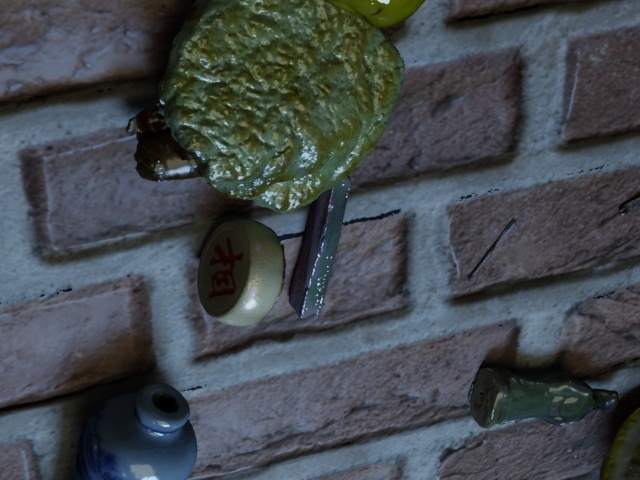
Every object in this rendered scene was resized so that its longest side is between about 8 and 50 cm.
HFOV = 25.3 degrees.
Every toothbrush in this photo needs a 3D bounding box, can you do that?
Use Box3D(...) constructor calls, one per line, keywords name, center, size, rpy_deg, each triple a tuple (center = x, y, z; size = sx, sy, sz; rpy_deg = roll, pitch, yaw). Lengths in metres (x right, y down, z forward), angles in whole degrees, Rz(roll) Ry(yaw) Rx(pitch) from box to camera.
Box3D(name="toothbrush", center=(0.216, 0.014, 1.793), size=(0.008, 0.006, 0.097), rpy_deg=(22, 113, -37))

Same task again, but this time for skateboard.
Box3D(name="skateboard", center=(0.420, -0.031, 1.798), size=(0.064, 0.083, 0.032), rpy_deg=(-30, 130, 1))

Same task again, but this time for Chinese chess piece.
Box3D(name="Chinese chess piece", center=(-0.090, 0.036, 1.606), size=(0.051, 0.122, 0.122), rpy_deg=(10, 119, -34))

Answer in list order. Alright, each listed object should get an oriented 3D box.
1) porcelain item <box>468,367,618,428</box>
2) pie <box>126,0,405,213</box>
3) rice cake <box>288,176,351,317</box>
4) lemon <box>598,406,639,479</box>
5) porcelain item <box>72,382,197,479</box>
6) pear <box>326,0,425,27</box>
Box3D(name="porcelain item", center=(0.311, 0.211, 1.931), size=(0.216, 0.069, 0.081), rpy_deg=(2, 110, -23))
Box3D(name="pie", center=(-0.048, -0.154, 1.507), size=(0.274, 0.105, 0.257), rpy_deg=(14, 108, -31))
Box3D(name="rice cake", center=(0.000, 0.000, 1.671), size=(0.036, 0.047, 0.206), rpy_deg=(-11, 130, -34))
Box3D(name="lemon", center=(0.567, 0.397, 2.003), size=(0.364, 0.364, 0.364), rpy_deg=(-11, 127, -15))
Box3D(name="porcelain item", center=(-0.236, 0.280, 1.716), size=(0.141, 0.141, 0.259), rpy_deg=(11, 126, -29))
Box3D(name="pear", center=(0.055, -0.298, 1.417), size=(0.149, 0.149, 0.162), rpy_deg=(13, 97, -30))
